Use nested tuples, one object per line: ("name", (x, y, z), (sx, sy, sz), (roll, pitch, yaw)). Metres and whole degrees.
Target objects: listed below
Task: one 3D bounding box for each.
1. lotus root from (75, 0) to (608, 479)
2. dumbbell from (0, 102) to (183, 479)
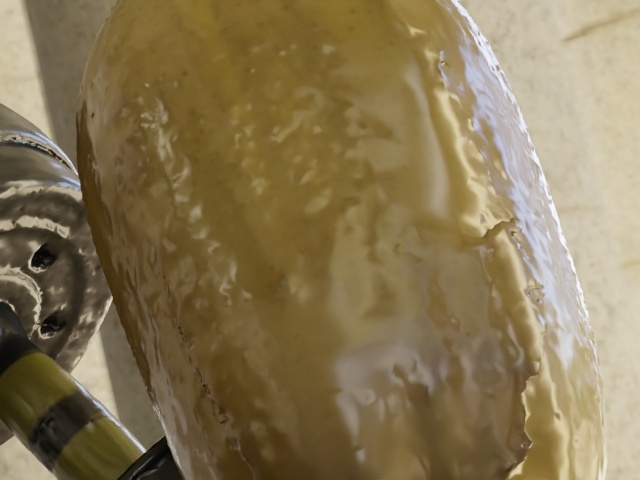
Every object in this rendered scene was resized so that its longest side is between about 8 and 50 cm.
("lotus root", (0.003, 0.000, 0.438), (0.146, 0.303, 0.131), (-17, -27, -6))
("dumbbell", (-0.105, 0.083, 0.571), (0.185, 0.388, 0.185), (-37, -30, -26))
